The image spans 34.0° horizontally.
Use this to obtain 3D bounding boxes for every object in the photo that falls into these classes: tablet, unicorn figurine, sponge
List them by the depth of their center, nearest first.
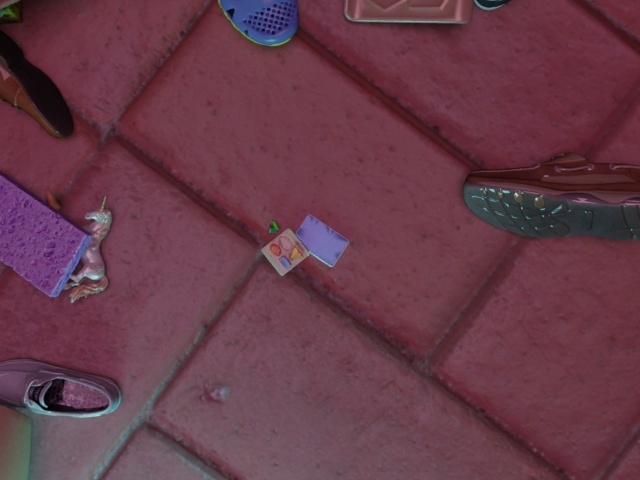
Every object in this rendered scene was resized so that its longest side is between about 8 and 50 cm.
[{"bbox_3d":[-0.474,-0.015,1.668,0.210,0.031,0.117,33,96,14],"label":"sponge"},{"bbox_3d":[-0.382,0.011,1.694,0.111,0.060,0.161,-13,105,-7],"label":"unicorn figurine"},{"bbox_3d":[0.000,0.000,1.728,0.083,0.006,0.054,34,89,-1],"label":"tablet"}]

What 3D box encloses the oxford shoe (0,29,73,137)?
[{"bbox_3d":[-0.483,-0.241,1.692,0.076,0.076,0.212,-38,94,28],"label":"oxford shoe"}]

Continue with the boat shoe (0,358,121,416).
[{"bbox_3d":[-0.434,0.237,1.673,0.228,0.081,0.079,8,89,-2],"label":"boat shoe"}]

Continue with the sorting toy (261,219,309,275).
[{"bbox_3d":[-0.066,0.009,1.718,0.062,0.012,0.083,-38,91,6],"label":"sorting toy"}]

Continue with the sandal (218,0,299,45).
[{"bbox_3d":[-0.126,-0.459,1.663,0.126,0.138,0.317,-25,92,-4],"label":"sandal"}]

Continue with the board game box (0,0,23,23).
[{"bbox_3d":[-0.576,-0.371,1.667,0.181,0.092,0.043,-4,89,-2],"label":"board game box"}]

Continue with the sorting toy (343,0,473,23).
[{"bbox_3d":[0.149,-0.449,1.706,0.208,0.038,0.192,4,90,11],"label":"sorting toy"}]

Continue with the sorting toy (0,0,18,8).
[{"bbox_3d":[-0.555,-0.437,1.637,0.229,0.041,0.307,-36,57,-20],"label":"sorting toy"}]

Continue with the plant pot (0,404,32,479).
[{"bbox_3d":[-0.557,0.380,1.606,0.257,0.256,0.273,19,72,-2],"label":"plant pot"}]

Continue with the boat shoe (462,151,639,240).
[{"bbox_3d":[0.395,-0.079,1.701,0.325,0.123,0.116,8,56,6],"label":"boat shoe"}]

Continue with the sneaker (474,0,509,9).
[{"bbox_3d":[0.349,-0.451,1.686,0.217,0.121,0.079,-37,92,-2],"label":"sneaker"}]
